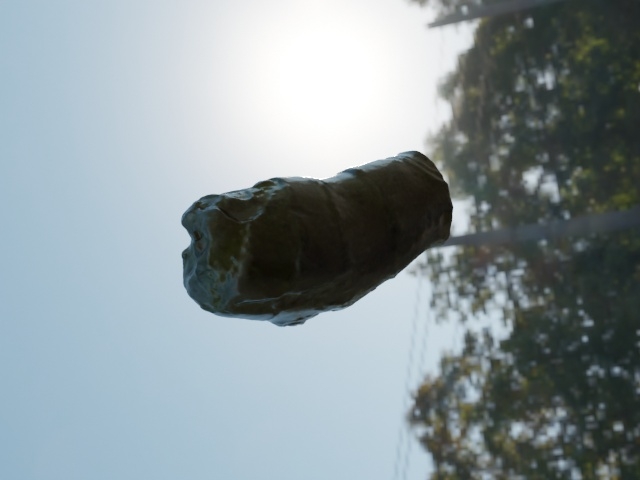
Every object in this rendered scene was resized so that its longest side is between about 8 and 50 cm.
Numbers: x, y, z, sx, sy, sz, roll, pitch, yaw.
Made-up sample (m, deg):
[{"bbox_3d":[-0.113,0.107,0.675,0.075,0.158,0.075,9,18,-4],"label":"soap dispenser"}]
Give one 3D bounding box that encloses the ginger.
[{"bbox_3d":[0.000,0.000,0.995,0.263,0.109,0.116,-18,-114,-38],"label":"ginger"}]
